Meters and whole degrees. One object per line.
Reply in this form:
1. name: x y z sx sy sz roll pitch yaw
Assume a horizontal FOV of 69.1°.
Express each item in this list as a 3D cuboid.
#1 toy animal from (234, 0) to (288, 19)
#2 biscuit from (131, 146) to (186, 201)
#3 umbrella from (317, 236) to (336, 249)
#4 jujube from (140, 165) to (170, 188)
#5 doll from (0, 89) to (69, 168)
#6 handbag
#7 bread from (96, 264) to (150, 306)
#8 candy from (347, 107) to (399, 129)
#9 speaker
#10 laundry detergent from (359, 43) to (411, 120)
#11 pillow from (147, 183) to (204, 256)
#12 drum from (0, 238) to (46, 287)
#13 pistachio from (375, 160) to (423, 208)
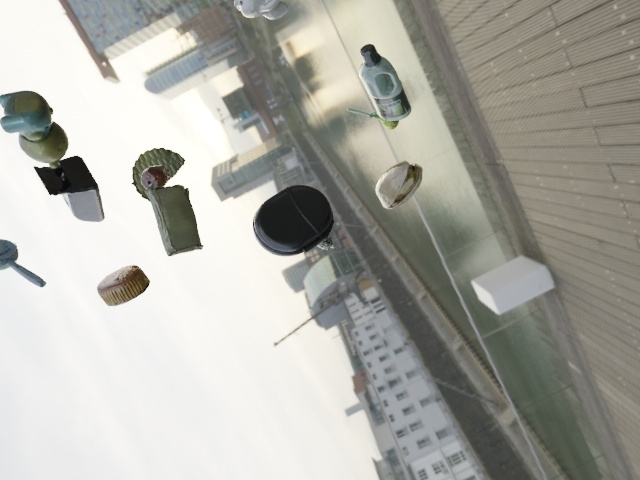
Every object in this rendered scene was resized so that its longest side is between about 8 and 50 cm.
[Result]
1. toy animal: -0.203 -0.843 1.541 0.127 0.179 0.192 156 107 -84
2. biscuit: -0.783 -0.333 2.190 0.187 0.273 0.036 45 171 -28
3. umbrella: 0.000 0.000 1.979 0.062 0.144 0.067 94 -158 -44
4. jujube: -0.507 -0.197 1.446 0.077 0.077 0.129 63 -171 -12
5. doll: -1.010 -0.393 1.660 0.260 0.162 0.177 99 150 -58
6. handbag: -0.097 -0.074 1.708 0.253 0.308 0.093 51 163 18
7. bread: -0.818 0.181 1.920 0.199 0.199 0.104 -113 0 -61
8. candy: 0.257 -0.606 2.263 0.073 0.262 0.077 135 147 -75
9. speaker: -1.060 -0.201 1.985 0.180 0.184 0.388 56 152 10
10. laundry detergent: 0.154 -0.396 1.161 0.099 0.070 0.225 25 167 35
11. pillow: -0.405 -0.062 1.303 0.053 0.119 0.208 -21 84 51
12. drum: -1.002 0.085 1.485 0.253 0.130 0.049 39 131 23
13. pistachio: 0.265 -0.188 1.554 0.223 0.126 0.152 129 155 -60
